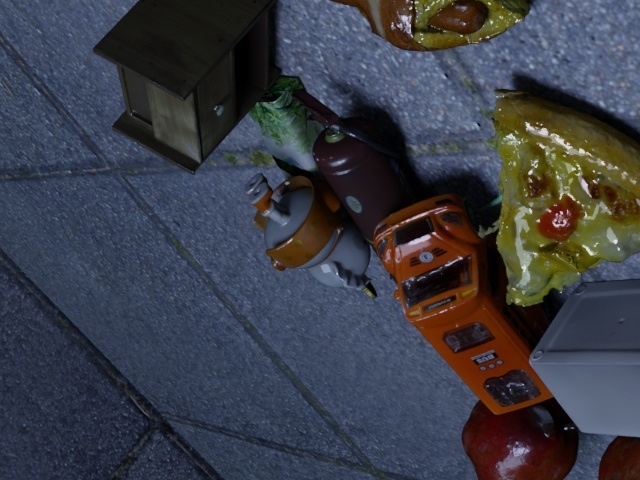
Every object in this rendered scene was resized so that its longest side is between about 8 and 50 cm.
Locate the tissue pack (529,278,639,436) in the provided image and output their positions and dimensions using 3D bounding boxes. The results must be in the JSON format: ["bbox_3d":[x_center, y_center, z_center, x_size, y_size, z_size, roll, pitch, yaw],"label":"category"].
[{"bbox_3d":[0.414,0.146,1.366,0.136,0.159,0.246,49,153,-20],"label":"tissue pack"}]

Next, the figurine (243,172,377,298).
[{"bbox_3d":[-0.009,0.004,1.566,0.143,0.143,0.271,10,142,44],"label":"figurine"}]

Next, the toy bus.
[{"bbox_3d":[0.205,0.089,1.462,0.143,0.153,0.329,-23,127,26],"label":"toy bus"}]

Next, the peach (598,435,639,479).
[{"bbox_3d":[0.500,0.348,1.511,0.232,0.232,0.257,13,150,41],"label":"peach"}]

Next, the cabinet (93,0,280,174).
[{"bbox_3d":[-0.162,-0.232,1.410,0.148,0.215,0.175,31,153,15],"label":"cabinet"}]

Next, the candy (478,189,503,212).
[{"bbox_3d":[0.236,-0.054,1.399,0.062,0.058,0.194,52,162,-2],"label":"candy"}]

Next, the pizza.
[{"bbox_3d":[0.288,-0.012,1.267,0.280,0.075,0.288,26,130,11],"label":"pizza"}]

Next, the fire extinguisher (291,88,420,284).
[{"bbox_3d":[0.068,-0.075,1.503,0.141,0.105,0.341,20,153,47],"label":"fire extinguisher"}]

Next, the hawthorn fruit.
[{"bbox_3d":[0.337,0.322,1.753,0.185,0.185,0.202,44,136,-13],"label":"hawthorn fruit"}]

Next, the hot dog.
[{"bbox_3d":[0.096,-0.258,1.172,0.261,0.093,0.123,18,158,34],"label":"hot dog"}]

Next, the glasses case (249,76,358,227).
[{"bbox_3d":[-0.024,-0.121,1.594,0.095,0.062,0.272,11,143,42],"label":"glasses case"}]
